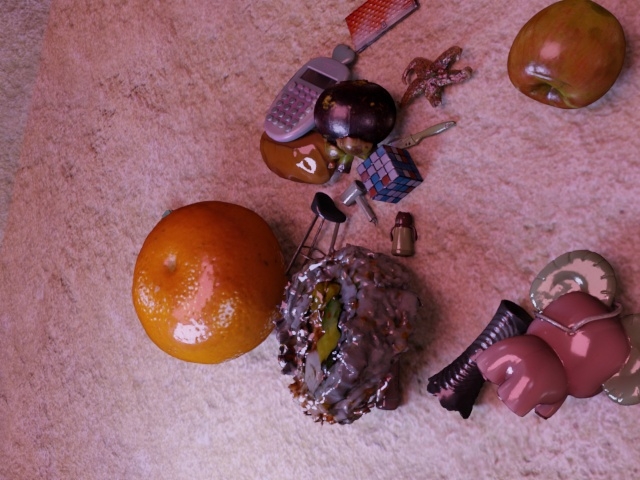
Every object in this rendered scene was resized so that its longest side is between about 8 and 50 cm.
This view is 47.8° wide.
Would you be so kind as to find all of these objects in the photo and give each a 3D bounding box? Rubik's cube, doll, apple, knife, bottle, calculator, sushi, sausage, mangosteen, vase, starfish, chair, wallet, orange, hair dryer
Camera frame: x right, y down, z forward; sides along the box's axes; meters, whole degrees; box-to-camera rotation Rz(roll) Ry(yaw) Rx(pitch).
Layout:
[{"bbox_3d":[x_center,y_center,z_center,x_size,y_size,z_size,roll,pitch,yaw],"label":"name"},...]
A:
[{"bbox_3d":[0.154,-0.148,1.620,0.092,0.092,0.092,-41,60,33],"label":"Rubik's cube"},{"bbox_3d":[0.435,0.175,1.239,0.268,0.216,0.284,-50,52,20],"label":"doll"},{"bbox_3d":[0.444,-0.337,1.300,0.196,0.196,0.195,-5,82,43],"label":"apple"},{"bbox_3d":[0.218,-0.229,1.624,0.207,0.014,0.030,-16,75,43],"label":"knife"},{"bbox_3d":[0.186,-0.015,1.613,0.063,0.047,0.101,4,83,8],"label":"bottle"},{"bbox_3d":[-0.021,-0.362,1.778,0.298,0.041,0.185,-49,44,-5],"label":"calculator"},{"bbox_3d":[0.047,0.203,1.579,0.417,0.176,0.417,-40,41,47],"label":"sushi"},{"bbox_3d":[-0.053,-0.214,1.806,0.241,0.120,0.136,16,141,45],"label":"sausage"},{"bbox_3d":[0.077,-0.257,1.645,0.192,0.192,0.217,16,110,43],"label":"mangosteen"},{"bbox_3d":[0.319,0.227,1.426,0.115,0.116,0.237,48,113,36],"label":"vase"},{"bbox_3d":[0.246,-0.352,1.597,0.210,0.053,0.150,-37,49,40],"label":"starfish"},{"bbox_3d":[-0.001,-0.001,1.763,0.095,0.104,0.221,23,108,16],"label":"chair"},{"bbox_3d":[0.144,-0.542,1.720,0.197,0.020,0.103,-29,67,38],"label":"wallet"},{"bbox_3d":[-0.271,0.109,1.844,0.424,0.326,0.423,-10,68,27],"label":"orange"},{"bbox_3d":[0.098,-0.079,1.713,0.063,0.038,0.124,-47,64,32],"label":"hair dryer"},{"bbox_3d":[0.149,0.305,1.607,0.053,0.053,0.140,-1,84,44],"label":"bottle"}]

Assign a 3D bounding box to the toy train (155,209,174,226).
[{"bbox_3d":[-0.436,-0.023,2.191,0.099,0.070,0.172,-49,54,20],"label":"toy train"}]
